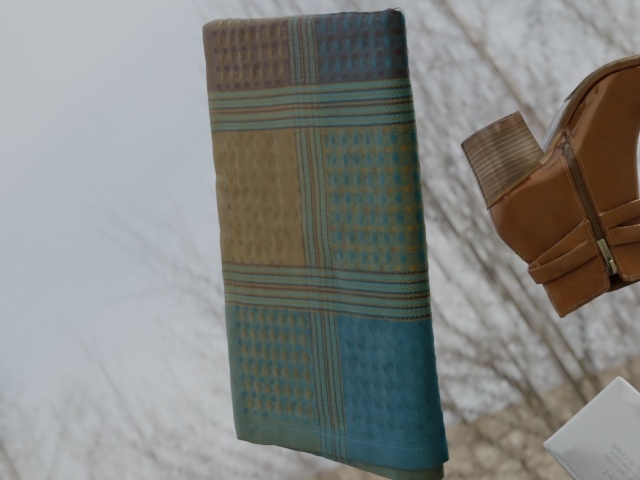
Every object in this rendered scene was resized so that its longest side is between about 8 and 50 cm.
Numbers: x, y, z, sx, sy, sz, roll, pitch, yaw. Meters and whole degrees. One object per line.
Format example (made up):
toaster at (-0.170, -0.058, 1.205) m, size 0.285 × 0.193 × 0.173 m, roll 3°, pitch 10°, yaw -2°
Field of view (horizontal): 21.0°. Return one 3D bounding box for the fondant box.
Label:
fondant box at (0.356, 0.290, 1.476) m, size 0.096 × 0.238 × 0.330 m, roll -42°, pitch -54°, yaw -2°

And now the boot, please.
boot at (0.216, -0.044, 1.272) m, size 0.197 × 0.152 × 0.073 m, roll -28°, pitch -8°, yaw -8°

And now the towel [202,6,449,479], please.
towel at (0.000, 0.000, 1.412) m, size 0.040 × 0.370 × 0.271 m, roll -10°, pitch 10°, yaw -36°
